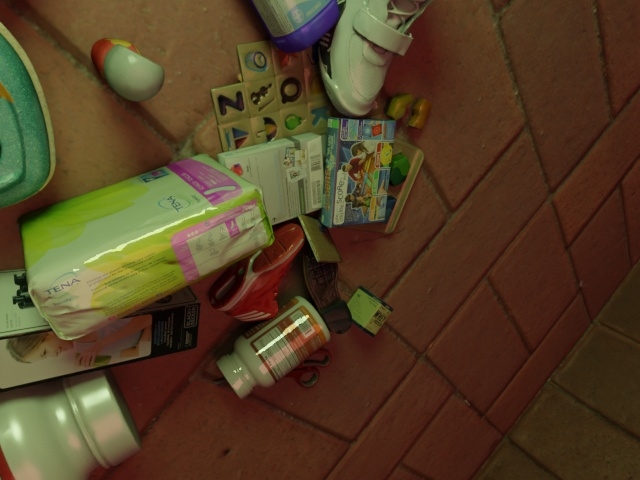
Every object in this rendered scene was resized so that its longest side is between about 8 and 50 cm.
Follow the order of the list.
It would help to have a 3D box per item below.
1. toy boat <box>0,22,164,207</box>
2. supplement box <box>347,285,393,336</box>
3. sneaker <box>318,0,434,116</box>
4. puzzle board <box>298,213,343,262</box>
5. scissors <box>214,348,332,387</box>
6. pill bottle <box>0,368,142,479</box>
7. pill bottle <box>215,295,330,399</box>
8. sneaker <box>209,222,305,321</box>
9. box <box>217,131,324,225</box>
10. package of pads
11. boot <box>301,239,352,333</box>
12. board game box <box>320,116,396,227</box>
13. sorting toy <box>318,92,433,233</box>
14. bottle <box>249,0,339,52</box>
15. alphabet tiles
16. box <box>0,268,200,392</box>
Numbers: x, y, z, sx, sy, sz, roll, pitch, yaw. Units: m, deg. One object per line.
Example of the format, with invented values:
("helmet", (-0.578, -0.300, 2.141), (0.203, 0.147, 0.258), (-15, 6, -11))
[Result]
("toy boat", (-0.347, -0.169, 0.499), (0.319, 0.148, 0.267), (-27, 133, -25))
("supplement box", (0.111, 0.169, 1.061), (0.083, 0.083, 0.056), (-54, 133, -3))
("sneaker", (0.121, -0.375, 0.697), (0.138, 0.210, 0.365), (2, 107, -37))
("puzzle board", (0.000, 0.000, 0.865), (0.011, 0.096, 0.128), (-29, 166, 18))
("scissors", (-0.095, 0.288, 1.016), (0.297, 0.021, 0.108), (17, 104, -40))
("pill bottle", (-0.480, 0.320, 0.604), (0.408, 0.229, 0.228), (-24, 125, -25))
("pill bottle", (-0.097, 0.219, 0.908), (0.216, 0.121, 0.121), (-34, 128, -17))
("sneaker", (-0.101, 0.069, 0.870), (0.221, 0.087, 0.128), (-39, 140, 1))
("box", (-0.080, -0.103, 0.798), (0.186, 0.038, 0.145), (-22, 123, -28))
("package of pads", (-0.239, -0.012, 0.614), (0.297, 0.229, 0.101), (-27, 126, -23))
("boot", (-0.009, 0.092, 0.951), (0.082, 0.106, 0.219), (-18, 94, -24))
("board game box", (0.072, -0.130, 0.847), (0.136, 0.035, 0.201), (-7, 111, -32))
("sorting toy", (0.135, -0.159, 0.929), (0.229, 0.041, 0.306), (7, 109, -43))
("bottle", (-0.077, -0.414, 0.617), (0.118, 0.092, 0.282), (-51, 131, -19))
("alphabet tiles", (-0.023, -0.224, 0.813), (0.343, 0.011, 0.284), (-23, 124, -26))
("box", (-0.343, 0.106, 0.640), (0.290, 0.169, 0.087), (-6, 118, -36))
